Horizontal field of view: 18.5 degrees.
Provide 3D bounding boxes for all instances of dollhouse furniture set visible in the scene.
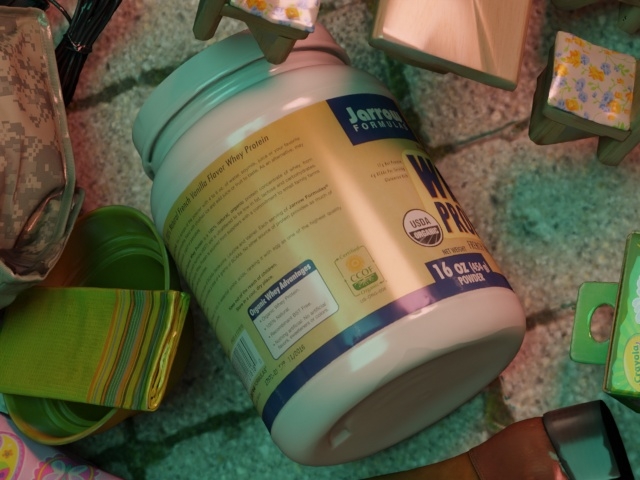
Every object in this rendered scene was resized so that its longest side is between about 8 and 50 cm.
[{"bbox_3d":[0.137,-0.317,1.530,0.362,0.256,0.394,17,63,-10],"label":"dollhouse furniture set"}]

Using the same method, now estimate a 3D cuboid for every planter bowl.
[{"bbox_3d":[-0.175,0.085,1.711,0.217,0.090,0.217,-23,55,37],"label":"planter bowl"}]

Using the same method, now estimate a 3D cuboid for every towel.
[{"bbox_3d":[-0.202,0.086,1.653,0.237,0.021,0.102,1,70,47],"label":"towel"}]

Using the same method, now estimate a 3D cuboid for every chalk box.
[{"bbox_3d":[0.298,0.072,1.534,0.213,0.132,0.132,6,81,21],"label":"chalk box"}]

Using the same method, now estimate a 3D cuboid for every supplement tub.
[{"bbox_3d":[0.000,0.000,1.606,0.228,0.228,0.316,-34,70,11],"label":"supplement tub"}]

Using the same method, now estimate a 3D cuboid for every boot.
[{"bbox_3d":[0.129,0.285,1.573,0.280,0.096,0.264,-22,73,16],"label":"boot"}]

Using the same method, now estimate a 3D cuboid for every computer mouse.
[{"bbox_3d":[-0.301,-0.225,1.862,0.262,0.060,0.184,32,104,23],"label":"computer mouse"}]

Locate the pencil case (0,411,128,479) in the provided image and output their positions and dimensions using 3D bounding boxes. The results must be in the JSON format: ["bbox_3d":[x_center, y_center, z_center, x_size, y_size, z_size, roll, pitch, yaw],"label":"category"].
[{"bbox_3d":[-0.193,0.250,1.686,0.284,0.124,0.124,24,88,22],"label":"pencil case"}]

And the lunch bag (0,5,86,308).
[{"bbox_3d":[-0.339,-0.044,1.746,0.235,0.169,0.287,-28,66,38],"label":"lunch bag"}]
